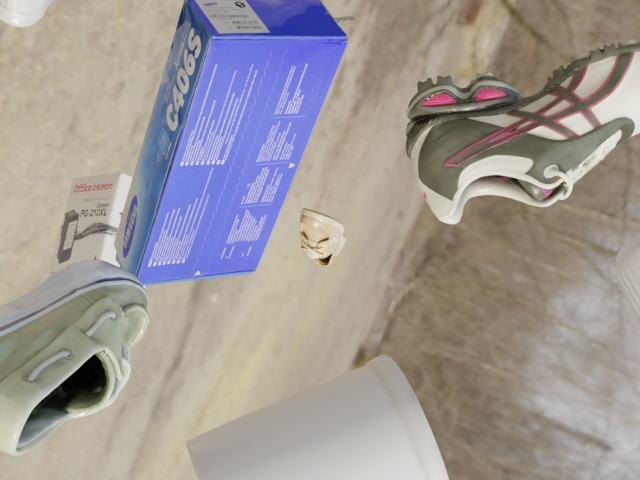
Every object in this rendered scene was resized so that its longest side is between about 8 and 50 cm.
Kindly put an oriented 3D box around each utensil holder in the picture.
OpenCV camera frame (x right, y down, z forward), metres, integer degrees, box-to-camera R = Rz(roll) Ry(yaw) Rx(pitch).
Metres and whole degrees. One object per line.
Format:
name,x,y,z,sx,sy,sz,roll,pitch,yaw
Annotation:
utensil holder,-0.002,0.420,2.060,0.385,0.328,0.328,-21,159,-9

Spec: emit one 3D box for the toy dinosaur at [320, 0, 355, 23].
toy dinosaur,-0.042,-0.453,2.244,0.268,0.118,0.064,30,56,-60

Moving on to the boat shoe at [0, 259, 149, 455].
boat shoe,-0.189,0.091,0.861,0.109,0.094,0.302,-63,170,16

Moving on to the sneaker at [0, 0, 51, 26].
sneaker,-0.364,-0.371,1.583,0.212,0.080,0.094,-75,-173,-49

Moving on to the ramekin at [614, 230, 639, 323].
ramekin,0.393,0.018,1.184,0.207,0.109,0.207,-28,162,-10

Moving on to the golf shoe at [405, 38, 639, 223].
golf shoe,0.209,-0.088,0.998,0.105,0.272,0.120,61,19,-64

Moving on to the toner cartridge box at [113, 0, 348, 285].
toner cartridge box,-0.107,-0.102,1.306,0.165,0.075,0.348,-4,136,-32

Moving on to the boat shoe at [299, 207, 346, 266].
boat shoe,0.000,0.000,1.746,0.059,0.063,0.170,-67,162,-10

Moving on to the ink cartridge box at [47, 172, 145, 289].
ink cartridge box,-0.363,0.013,1.991,0.100,0.172,0.237,20,76,-38
